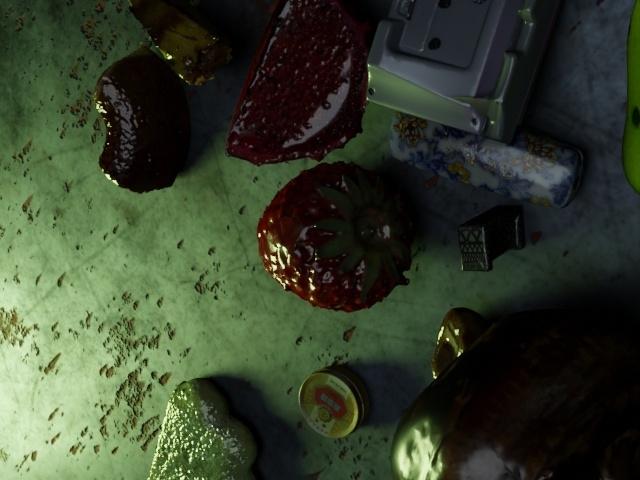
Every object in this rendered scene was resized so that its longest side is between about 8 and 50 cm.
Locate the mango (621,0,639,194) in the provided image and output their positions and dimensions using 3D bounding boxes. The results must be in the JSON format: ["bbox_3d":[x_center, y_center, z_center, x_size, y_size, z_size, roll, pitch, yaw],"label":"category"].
[{"bbox_3d":[0.389,-0.169,1.025,0.175,0.143,0.293,-122,33,-55],"label":"mango"}]

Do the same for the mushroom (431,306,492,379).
[{"bbox_3d":[0.179,0.146,1.277,0.087,0.127,0.127,7,115,-16],"label":"mushroom"}]

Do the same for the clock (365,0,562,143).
[{"bbox_3d":[0.168,-0.250,1.150,0.186,0.083,0.253,21,99,27],"label":"clock"}]

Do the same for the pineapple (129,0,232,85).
[{"bbox_3d":[-0.186,-0.288,1.376,0.079,0.135,0.233,-41,57,6],"label":"pineapple"}]

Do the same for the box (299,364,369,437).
[{"bbox_3d":[0.020,0.237,1.448,0.106,0.037,0.105,10,110,31],"label":"box"}]

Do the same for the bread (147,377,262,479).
[{"bbox_3d":[-0.184,0.372,1.611,0.207,0.056,0.286,26,118,26],"label":"bread"}]

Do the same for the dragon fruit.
[{"bbox_3d":[-0.023,-0.226,1.283,0.189,0.163,0.261,52,126,45],"label":"dragon fruit"}]

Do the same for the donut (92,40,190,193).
[{"bbox_3d":[-0.268,-0.180,1.465,0.144,0.126,0.186,33,119,13],"label":"donut"}]

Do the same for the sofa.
[{"bbox_3d":[0.211,-0.003,1.206,0.039,0.118,0.060,2,105,34],"label":"sofa"}]

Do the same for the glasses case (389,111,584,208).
[{"bbox_3d":[0.200,-0.109,1.213,0.248,0.065,0.086,19,108,28],"label":"glasses case"}]

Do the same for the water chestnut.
[{"bbox_3d":[0.257,0.258,1.113,0.302,0.350,0.350,38,123,39],"label":"water chestnut"}]

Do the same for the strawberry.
[{"bbox_3d":[0.000,0.000,1.328,0.244,0.205,0.205,-13,97,57],"label":"strawberry"}]
